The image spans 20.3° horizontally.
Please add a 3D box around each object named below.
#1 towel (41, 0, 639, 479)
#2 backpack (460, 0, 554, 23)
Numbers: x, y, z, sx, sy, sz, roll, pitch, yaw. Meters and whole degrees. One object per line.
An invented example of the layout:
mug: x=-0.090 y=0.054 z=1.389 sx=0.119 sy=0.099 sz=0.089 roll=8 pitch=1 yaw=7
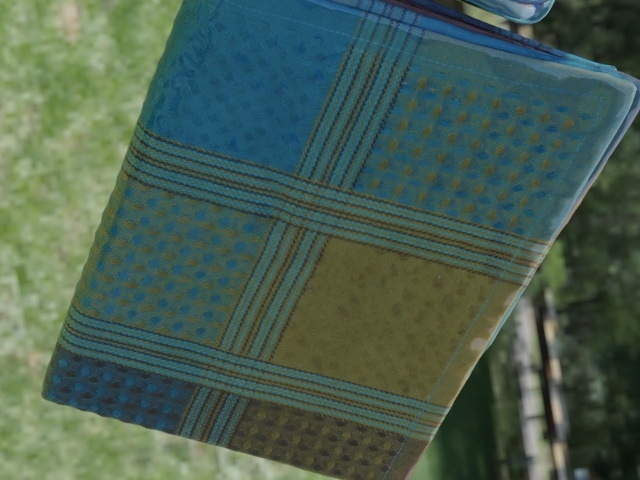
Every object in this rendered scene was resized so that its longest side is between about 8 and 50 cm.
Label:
towel: x=0.000 y=0.000 z=1.120 sx=0.040 sy=0.271 sz=0.370 roll=-88 pitch=-161 yaw=-52
backpack: x=0.096 y=-0.239 z=1.066 sx=0.144 sy=0.165 sz=0.188 roll=-129 pitch=-120 yaw=-73
